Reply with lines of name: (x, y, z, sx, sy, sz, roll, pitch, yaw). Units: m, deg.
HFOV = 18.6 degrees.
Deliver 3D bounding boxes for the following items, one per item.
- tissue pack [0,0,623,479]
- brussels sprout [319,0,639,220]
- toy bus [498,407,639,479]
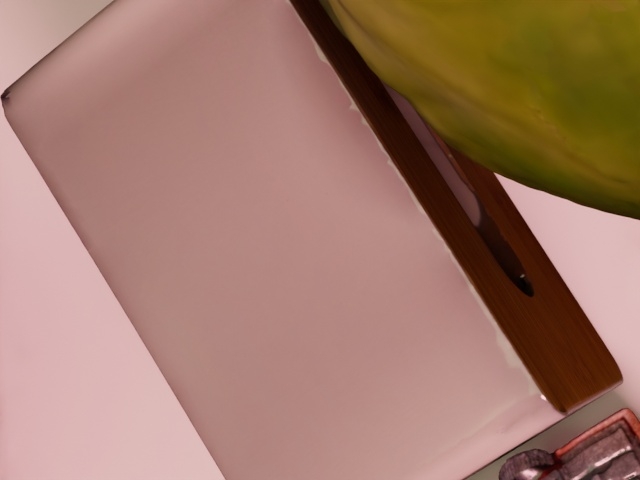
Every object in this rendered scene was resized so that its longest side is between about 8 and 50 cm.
tissue pack: (-0.001, 0.000, 0.854, 0.136, 0.159, 0.246, -35, 81, 17)
brussels sprout: (0.157, -0.186, 0.701, 0.425, 0.342, 0.361, -13, 82, 19)
toy bus: (0.083, 0.157, 0.868, 0.192, 0.077, 0.065, -39, 43, 14)
